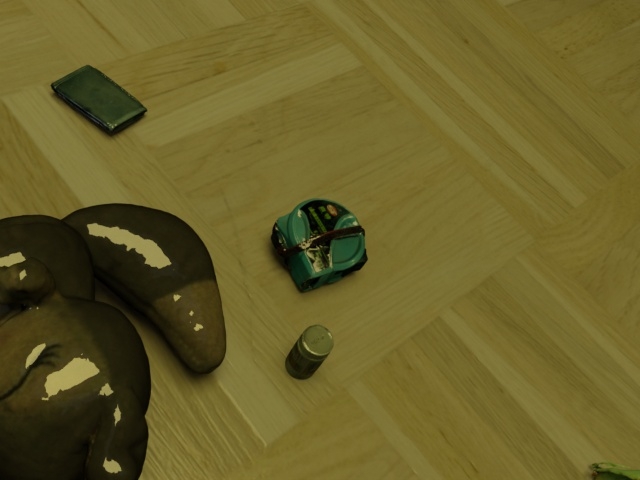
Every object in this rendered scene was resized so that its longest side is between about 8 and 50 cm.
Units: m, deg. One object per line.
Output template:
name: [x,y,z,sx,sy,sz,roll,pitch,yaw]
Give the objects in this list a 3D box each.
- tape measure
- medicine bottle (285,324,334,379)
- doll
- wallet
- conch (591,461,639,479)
tape measure: [0.000,0.000,1.077,0.146,0.081,0.125,-16,67,-30]
medicine bottle: [-0.016,0.152,0.962,0.047,0.083,0.047,10,54,-14]
doll: [-0.244,0.110,0.805,0.379,0.252,0.382,-23,74,-32]
wallet: [-0.351,-0.225,1.130,0.129,0.026,0.088,36,48,7]
conch: [0.470,0.375,1.009,0.170,0.079,0.105,11,46,5]
